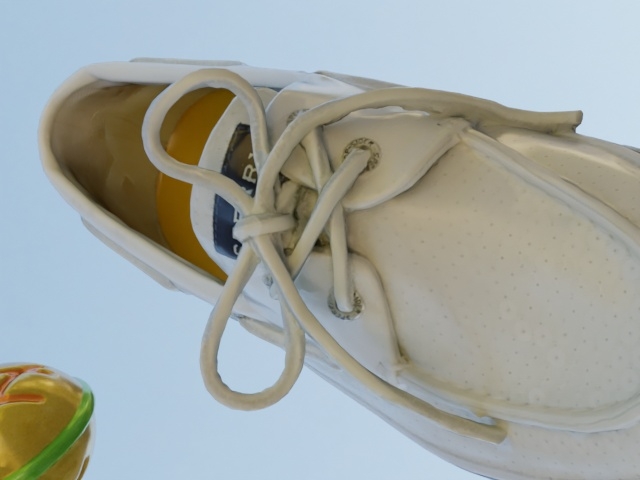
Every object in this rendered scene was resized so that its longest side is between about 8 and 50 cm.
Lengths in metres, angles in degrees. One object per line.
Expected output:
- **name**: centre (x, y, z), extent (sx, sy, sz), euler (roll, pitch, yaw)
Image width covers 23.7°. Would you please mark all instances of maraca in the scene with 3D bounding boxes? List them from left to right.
- **maraca**: centre (-0.215, 0.132, 1.009), extent (0.127, 0.185, 0.099), euler (-39, -70, -27)

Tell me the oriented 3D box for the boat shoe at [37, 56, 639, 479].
- **boat shoe**: centre (0.002, -0.009, 0.557), extent (0.156, 0.367, 0.136), euler (15, -82, -41)
